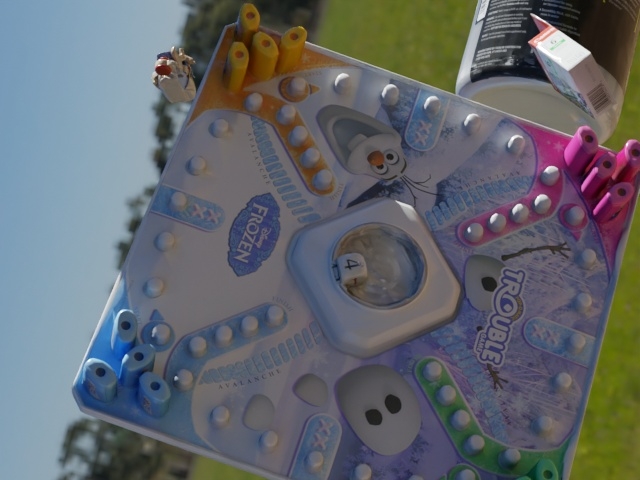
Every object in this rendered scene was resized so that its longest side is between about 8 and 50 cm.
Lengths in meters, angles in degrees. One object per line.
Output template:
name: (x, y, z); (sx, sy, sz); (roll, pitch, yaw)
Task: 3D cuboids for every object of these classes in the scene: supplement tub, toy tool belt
supplement tub: (0.303, -0.298, 2.011); (0.207, 0.207, 0.338); (119, 169, -69)
toy tool belt: (-0.172, -0.200, 1.865); (0.083, 0.052, 0.051); (61, -154, -59)

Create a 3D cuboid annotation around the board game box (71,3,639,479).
board game box: (0.048, 0.021, 1.301); (0.050, 0.390, 0.390); (109, -179, -61)

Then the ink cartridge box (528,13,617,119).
ink cartridge box: (0.222, -0.161, 1.466); (0.029, 0.063, 0.115); (-37, 34, -2)
